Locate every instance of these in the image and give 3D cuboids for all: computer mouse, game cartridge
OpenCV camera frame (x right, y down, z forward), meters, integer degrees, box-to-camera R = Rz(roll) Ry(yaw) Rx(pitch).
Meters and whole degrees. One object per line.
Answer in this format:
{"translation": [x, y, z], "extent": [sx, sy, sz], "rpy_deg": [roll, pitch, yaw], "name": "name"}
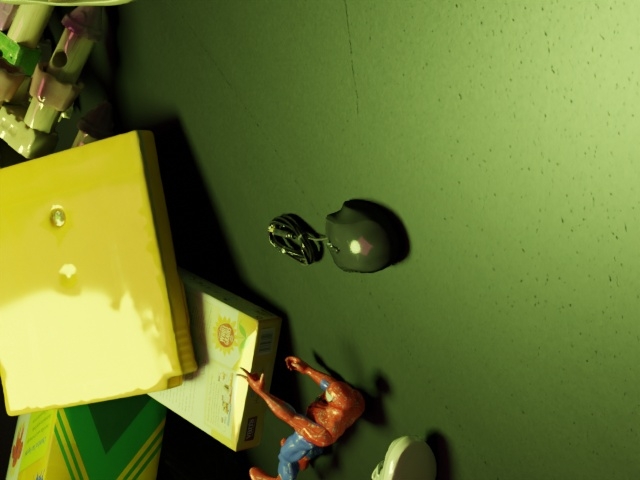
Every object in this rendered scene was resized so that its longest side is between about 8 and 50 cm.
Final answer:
{"translation": [0.000, 0.000, 1.098], "extent": [0.242, 0.041, 0.071], "rpy_deg": [-1, 110, 60], "name": "computer mouse"}
{"translation": [-0.309, 0.047, 1.375], "extent": [0.285, 0.052, 0.324], "rpy_deg": [-12, 88, 24], "name": "game cartridge"}

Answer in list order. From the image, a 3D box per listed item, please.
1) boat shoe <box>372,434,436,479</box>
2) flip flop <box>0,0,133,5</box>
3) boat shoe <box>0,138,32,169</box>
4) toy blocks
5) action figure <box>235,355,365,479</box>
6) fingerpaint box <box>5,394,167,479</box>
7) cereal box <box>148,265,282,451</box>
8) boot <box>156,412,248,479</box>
{"translation": [0.082, 0.265, 1.131], "extent": [0.063, 0.066, 0.184], "rpy_deg": [37, 149, 41], "name": "boat shoe"}
{"translation": [-0.299, -0.325, 1.237], "extent": [0.277, 0.080, 0.112], "rpy_deg": [1, 104, 23], "name": "flip flop"}
{"translation": [-0.552, -0.194, 1.834], "extent": [0.341, 0.121, 0.110], "rpy_deg": [58, 147, -4], "name": "boat shoe"}
{"translation": [-0.400, -0.281, 1.452], "extent": [0.288, 0.309, 0.260], "rpy_deg": [35, 107, 27], "name": "toy blocks"}
{"translation": [-0.038, 0.196, 1.236], "extent": [0.139, 0.091, 0.280], "rpy_deg": [45, 148, 5], "name": "action figure"}
{"translation": [-0.362, 0.304, 1.633], "extent": [0.445, 0.163, 0.371], "rpy_deg": [142, 138, -60], "name": "fingerpaint box"}
{"translation": [-0.157, 0.139, 1.365], "extent": [0.240, 0.047, 0.173], "rpy_deg": [24, 110, 40], "name": "cereal box"}
{"translation": [-0.176, 0.451, 1.615], "extent": [0.348, 0.131, 0.260], "rpy_deg": [63, 146, 30], "name": "boot"}
